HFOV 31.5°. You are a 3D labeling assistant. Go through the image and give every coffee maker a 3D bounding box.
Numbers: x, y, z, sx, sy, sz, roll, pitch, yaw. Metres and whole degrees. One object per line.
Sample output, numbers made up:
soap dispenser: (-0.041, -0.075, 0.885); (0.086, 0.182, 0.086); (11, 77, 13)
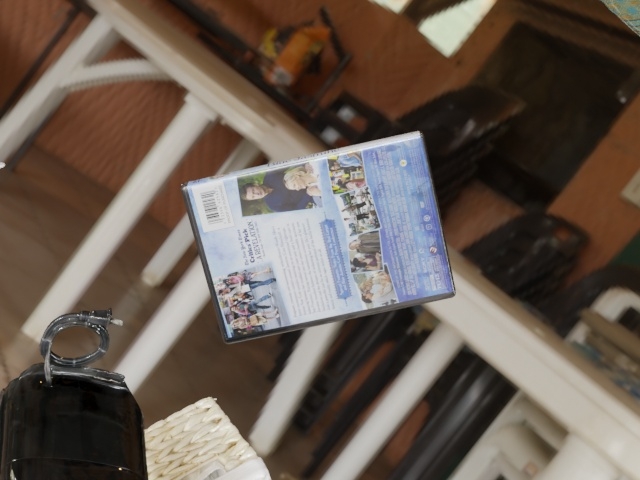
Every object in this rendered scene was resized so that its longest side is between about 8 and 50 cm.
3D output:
coffee maker: (-0.161, 0.164, 0.696); (0.178, 0.120, 0.171); (-117, -161, -60)

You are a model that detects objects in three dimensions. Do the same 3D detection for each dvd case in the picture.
dvd case: (0.000, 0.000, 1.168); (0.022, 0.252, 0.180); (-89, 166, -71)

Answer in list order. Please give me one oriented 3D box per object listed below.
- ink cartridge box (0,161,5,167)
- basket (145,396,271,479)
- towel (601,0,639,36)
ink cartridge box: (-0.529, -0.121, 1.189); (0.353, 0.119, 0.207); (8, 21, 29)
basket: (-0.112, 0.239, 1.035); (0.103, 0.113, 0.167); (50, -23, 35)
towel: (0.204, -0.178, 0.549); (0.370, 0.040, 0.271); (26, -13, -39)
